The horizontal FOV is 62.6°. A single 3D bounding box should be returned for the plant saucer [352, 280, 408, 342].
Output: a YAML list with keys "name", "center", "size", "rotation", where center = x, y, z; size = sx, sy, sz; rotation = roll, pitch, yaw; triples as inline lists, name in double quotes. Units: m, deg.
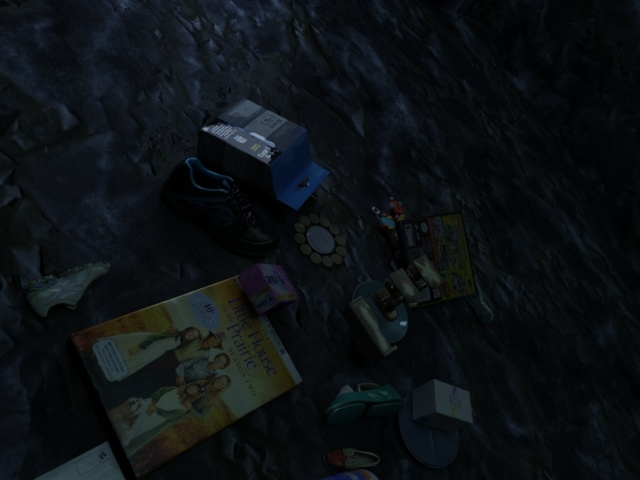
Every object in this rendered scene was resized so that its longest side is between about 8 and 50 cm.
- name: "plant saucer"
  center: [0.165, 0.210, 1.518]
  size: [0.195, 0.037, 0.194]
  rotation: [20, 48, -24]

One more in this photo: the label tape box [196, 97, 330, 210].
- name: "label tape box"
  center: [-0.148, -0.259, 1.528]
  size: [0.334, 0.105, 0.240]
  rotation: [28, 44, 7]

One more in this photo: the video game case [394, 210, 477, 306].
- name: "video game case"
  center: [0.369, 0.056, 1.673]
  size: [0.248, 0.035, 0.274]
  rotation: [-10, 88, -25]

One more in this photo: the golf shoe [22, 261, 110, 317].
- name: "golf shoe"
  center: [-0.514, 0.100, 1.092]
  size: [0.176, 0.069, 0.086]
  rotation: [-24, 94, -41]

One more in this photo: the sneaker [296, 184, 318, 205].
- name: "sneaker"
  center: [-0.088, -0.168, 1.592]
  size: [0.186, 0.069, 0.083]
  rotation: [19, 54, -26]

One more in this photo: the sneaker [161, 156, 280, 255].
- name: "sneaker"
  center: [-0.241, -0.080, 1.361]
  size: [0.341, 0.139, 0.125]
  rotation: [32, 43, -15]

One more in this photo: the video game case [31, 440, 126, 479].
- name: "video game case"
  center: [-0.422, 0.486, 0.871]
  size: [0.232, 0.042, 0.210]
  rotation: [-20, 72, -44]

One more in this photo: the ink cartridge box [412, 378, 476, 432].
- name: "ink cartridge box"
  center: [0.324, 0.437, 1.378]
  size: [0.143, 0.092, 0.089]
  rotation: [24, 47, -22]

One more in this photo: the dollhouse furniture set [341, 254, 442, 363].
- name: "dollhouse furniture set"
  center: [0.206, 0.187, 1.395]
  size: [0.242, 0.212, 0.161]
  rotation: [-29, 75, -18]

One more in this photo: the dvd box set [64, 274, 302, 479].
- name: "dvd box set"
  center: [-0.273, 0.268, 1.132]
  size: [0.421, 0.062, 0.307]
  rotation: [-18, 71, -43]

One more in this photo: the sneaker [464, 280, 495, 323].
- name: "sneaker"
  center: [0.544, 0.207, 1.797]
  size: [0.076, 0.065, 0.166]
  rotation: [8, 56, -53]

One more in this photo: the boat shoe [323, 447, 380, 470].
- name: "boat shoe"
  center: [0.073, 0.508, 1.222]
  size: [0.137, 0.043, 0.049]
  rotation: [17, 52, -24]

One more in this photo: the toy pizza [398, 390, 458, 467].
- name: "toy pizza"
  center: [0.282, 0.497, 1.393]
  size: [0.201, 0.032, 0.201]
  rotation: [19, 50, -24]

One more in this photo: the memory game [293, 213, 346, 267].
- name: "memory game"
  center: [0.000, 0.000, 1.572]
  size: [0.186, 0.012, 0.186]
  rotation: [20, 49, -25]

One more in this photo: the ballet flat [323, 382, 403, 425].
- name: "ballet flat"
  center: [0.095, 0.400, 1.307]
  size: [0.247, 0.083, 0.087]
  rotation: [5, 32, -34]

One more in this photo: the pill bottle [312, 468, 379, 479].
- name: "pill bottle"
  center: [-0.005, 0.559, 1.047]
  size: [0.272, 0.152, 0.152]
  rotation: [4, 57, -34]

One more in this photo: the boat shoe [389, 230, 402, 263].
- name: "boat shoe"
  center: [0.366, 0.008, 1.766]
  size: [0.307, 0.111, 0.104]
  rotation: [2, 59, -36]

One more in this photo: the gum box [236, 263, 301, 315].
- name: "gum box"
  center: [-0.121, 0.119, 1.298]
  size: [0.107, 0.062, 0.188]
  rotation: [57, 10, 11]

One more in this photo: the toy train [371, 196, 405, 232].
- name: "toy train"
  center: [0.233, -0.078, 1.783]
  size: [0.166, 0.046, 0.125]
  rotation: [-18, 69, -47]
